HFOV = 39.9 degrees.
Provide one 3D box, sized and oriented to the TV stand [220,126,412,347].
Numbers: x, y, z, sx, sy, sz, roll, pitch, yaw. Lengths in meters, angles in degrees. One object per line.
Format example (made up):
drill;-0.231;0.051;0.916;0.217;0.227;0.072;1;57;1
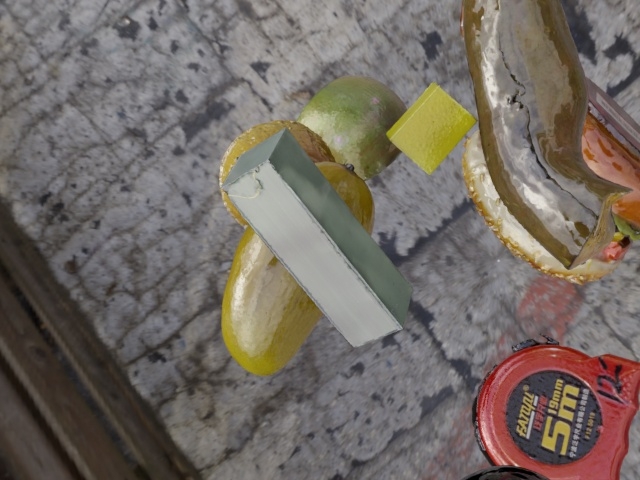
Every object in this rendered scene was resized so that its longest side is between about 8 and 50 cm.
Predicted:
TV stand;0.000;0.000;1.071;0.083;0.088;0.269;-26;113;30

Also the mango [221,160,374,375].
mango;-0.041;0.037;1.248;0.142;0.195;0.331;32;91;37

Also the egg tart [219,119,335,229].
egg tart;-0.056;-0.080;1.400;0.203;0.147;0.202;-4;111;-11

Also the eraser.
eraser;0.186;-0.187;1.473;0.097;0.045;0.122;40;100;-16

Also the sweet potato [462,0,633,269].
sweet potato;0.157;-0.120;0.634;0.085;0.112;0.285;-9;89;-17

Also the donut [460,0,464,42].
donut;0.326;-0.365;1.612;0.101;0.152;0.259;-13;57;-14

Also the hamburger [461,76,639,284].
hamburger;0.396;-0.099;1.415;0.250;0.330;0.330;-45;81;25

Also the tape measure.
tape measure;0.371;0.277;1.387;0.261;0.114;0.253;15;75;12

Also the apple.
apple;0.064;-0.212;1.620;0.193;0.120;0.265;28;60;29

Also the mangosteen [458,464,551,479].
mangosteen;0.145;0.236;0.624;0.151;0.137;0.137;25;94;-8
